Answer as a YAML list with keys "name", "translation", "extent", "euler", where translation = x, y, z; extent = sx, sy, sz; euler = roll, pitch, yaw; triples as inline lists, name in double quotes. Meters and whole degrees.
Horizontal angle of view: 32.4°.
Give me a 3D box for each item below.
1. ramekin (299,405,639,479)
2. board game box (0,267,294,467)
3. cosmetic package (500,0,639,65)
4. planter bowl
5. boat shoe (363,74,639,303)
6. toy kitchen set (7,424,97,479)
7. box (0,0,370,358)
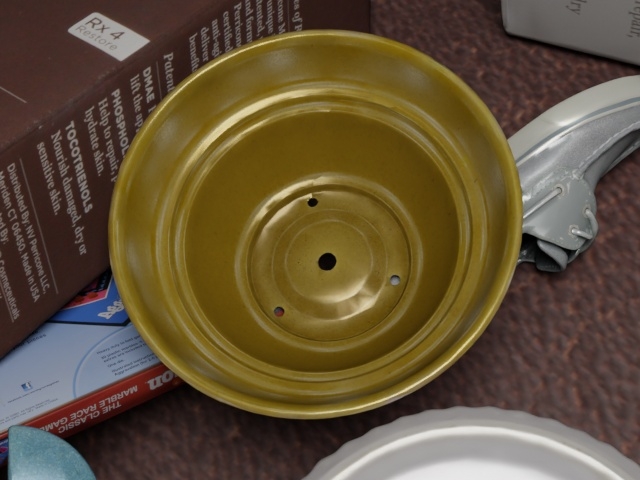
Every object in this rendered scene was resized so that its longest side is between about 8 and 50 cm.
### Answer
- name: "ramekin"
  translation: [0.076, 0.206, 0.529]
  extent: [0.272, 0.127, 0.273]
  euler: [-2, 65, 5]
- name: "board game box"
  translation: [-0.170, 0.058, 0.639]
  extent: [0.281, 0.027, 0.145]
  euler: [-22, 45, -29]
- name: "cosmetic package"
  translation: [0.340, -0.294, 0.635]
  extent: [0.393, 0.327, 0.329]
  euler: [16, 67, 17]
- name: "planter bowl"
  translation: [0.000, 0.000, 0.611]
  extent: [0.217, 0.090, 0.217]
  euler: [-2, 69, 6]
- name: "boat shoe"
  translation: [0.126, -0.012, 0.677]
  extent: [0.227, 0.079, 0.081]
  euler: [-34, 69, -1]
- name: "toy kitchen set"
  translation: [-0.192, 0.160, 0.446]
  extent: [0.207, 0.122, 0.166]
  euler: [-1, 66, -13]
- name: "box"
  translation: [-0.149, -0.109, 0.677]
  extent: [0.191, 0.143, 0.381]
  euler: [28, 51, 25]
